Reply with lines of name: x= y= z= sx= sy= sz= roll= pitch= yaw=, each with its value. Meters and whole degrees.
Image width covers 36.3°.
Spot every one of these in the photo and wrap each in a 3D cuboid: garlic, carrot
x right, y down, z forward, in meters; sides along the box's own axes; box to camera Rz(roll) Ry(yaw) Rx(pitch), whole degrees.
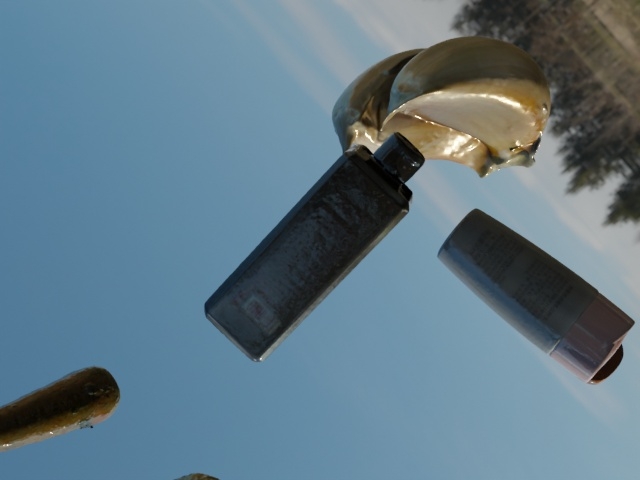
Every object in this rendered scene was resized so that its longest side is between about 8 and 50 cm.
garlic: x=0.195 y=-0.208 z=1.533 sx=0.313 sy=0.249 sz=0.286 roll=17 pitch=-170 yaw=-22
carrot: x=-0.384 y=0.228 z=1.188 sx=0.298 sy=0.078 sz=0.078 roll=-18 pitch=-117 yaw=-34

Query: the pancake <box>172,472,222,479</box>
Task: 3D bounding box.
pancake: x=-0.124 y=0.330 z=1.065 sx=0.158 sy=0.158 sz=0.028 roll=51 pitch=-154 yaw=6

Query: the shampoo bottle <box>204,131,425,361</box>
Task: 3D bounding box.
shampoo bottle: x=0.000 y=0.000 z=0.910 sx=0.080 sy=0.246 sz=0.079 roll=43 pitch=-165 yaw=-2

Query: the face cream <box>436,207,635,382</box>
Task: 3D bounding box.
face cream: x=0.215 y=0.051 z=0.988 sx=0.198 sy=0.084 sz=0.057 roll=40 pitch=171 yaw=13

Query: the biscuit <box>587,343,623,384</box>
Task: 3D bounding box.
biscuit: x=0.339 y=0.137 z=1.224 sx=0.091 sy=0.015 sz=0.078 roll=-31 pitch=-102 yaw=-34
